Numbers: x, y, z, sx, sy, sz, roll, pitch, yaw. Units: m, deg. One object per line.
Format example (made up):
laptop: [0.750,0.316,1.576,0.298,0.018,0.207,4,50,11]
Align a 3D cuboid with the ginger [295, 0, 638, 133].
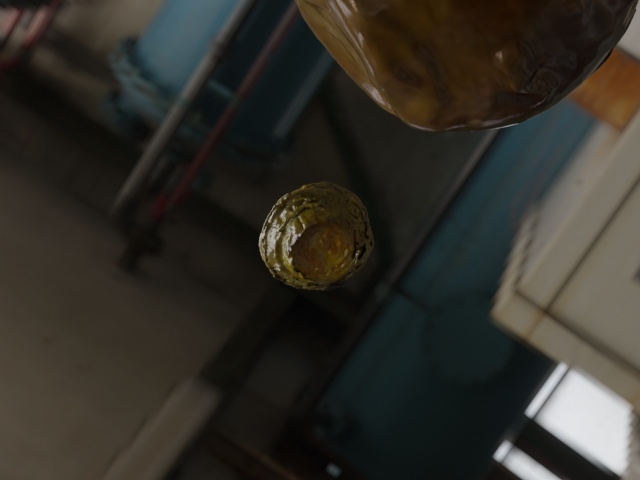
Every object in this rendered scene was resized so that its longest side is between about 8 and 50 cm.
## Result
ginger: [0.070,-0.193,1.129,0.269,0.200,0.223,62,-177,11]

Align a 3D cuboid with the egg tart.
egg tart: [0.000,0.000,2.053,0.130,0.130,0.052,27,-163,-21]
